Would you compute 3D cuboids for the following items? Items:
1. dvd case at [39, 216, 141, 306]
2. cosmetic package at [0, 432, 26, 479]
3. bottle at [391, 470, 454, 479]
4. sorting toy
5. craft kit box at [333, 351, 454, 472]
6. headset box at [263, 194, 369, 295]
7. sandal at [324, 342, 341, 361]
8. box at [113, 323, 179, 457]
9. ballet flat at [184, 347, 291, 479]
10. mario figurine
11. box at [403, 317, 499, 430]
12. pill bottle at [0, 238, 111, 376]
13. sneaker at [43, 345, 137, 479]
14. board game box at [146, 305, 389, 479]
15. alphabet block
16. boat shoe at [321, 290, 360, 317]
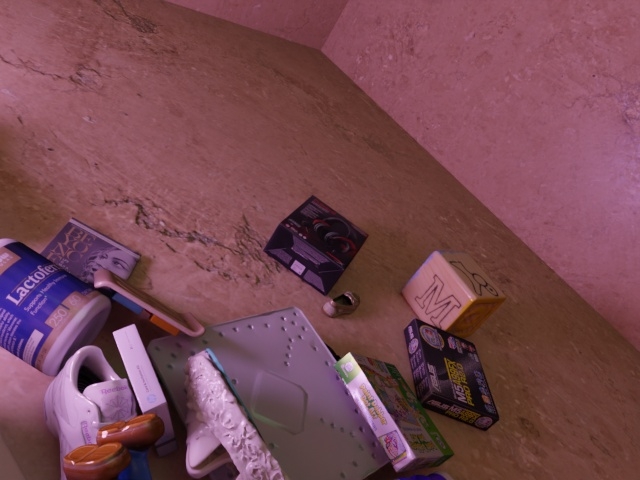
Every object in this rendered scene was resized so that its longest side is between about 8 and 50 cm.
[{"bbox_3d":[-0.468,0.049,1.091,0.164,0.018,0.221,32,25,-16],"label":"dvd case"},{"bbox_3d":[-0.342,0.353,0.487,0.197,0.155,0.365,-34,103,-59],"label":"cosmetic package"},{"bbox_3d":[0.154,0.503,1.000,0.283,0.092,0.118,-1,43,-46],"label":"bottle"},{"bbox_3d":[-0.328,0.121,1.022,0.208,0.038,0.193,32,-9,-21],"label":"sorting toy"},{"bbox_3d":[0.160,0.367,1.165,0.250,0.061,0.246,30,24,-55],"label":"craft kit box"},{"bbox_3d":[0.000,0.000,1.572,0.218,0.110,0.293,36,29,4],"label":"headset box"},{"bbox_3d":[0.036,0.299,1.235,0.067,0.040,0.179,11,37,-33],"label":"sandal"},{"bbox_3d":[-0.274,0.243,0.862,0.038,0.186,0.145,-20,55,-24],"label":"box"},{"bbox_3d":[-0.120,0.348,0.816,0.409,0.147,0.147,49,32,21],"label":"ballet flat"},{"bbox_3d":[-0.185,0.380,0.656,0.198,0.170,0.320,-19,98,-42],"label":"mario figurine"},{"bbox_3d":[0.343,0.352,1.451,0.216,0.060,0.270,26,30,-16],"label":"box"},{"bbox_3d":[-0.497,0.092,0.888,0.265,0.153,0.153,33,29,-2],"label":"pill bottle"},{"bbox_3d":[-0.315,0.292,0.777,0.114,0.152,0.305,-2,48,-48],"label":"sneaker"},{"bbox_3d":[-0.088,0.320,1.041,0.390,0.050,0.390,-7,52,-47],"label":"board game box"},{"bbox_3d":[0.403,0.166,1.654,0.192,0.193,0.197,3,42,-41],"label":"alphabet block"},{"bbox_3d":[0.065,0.165,1.457,0.153,0.048,0.056,-8,50,-50],"label":"boat shoe"}]
